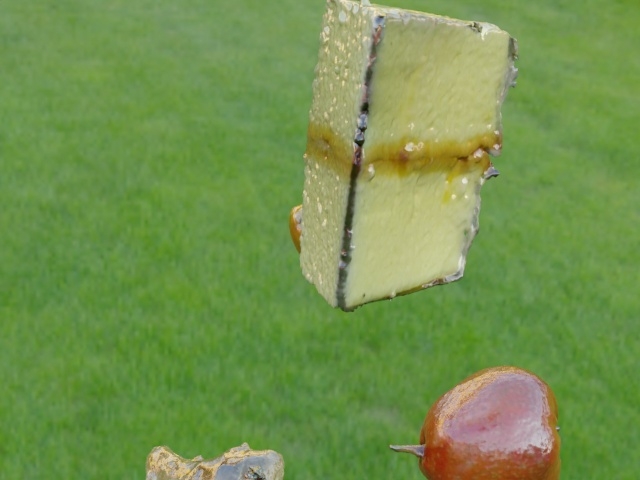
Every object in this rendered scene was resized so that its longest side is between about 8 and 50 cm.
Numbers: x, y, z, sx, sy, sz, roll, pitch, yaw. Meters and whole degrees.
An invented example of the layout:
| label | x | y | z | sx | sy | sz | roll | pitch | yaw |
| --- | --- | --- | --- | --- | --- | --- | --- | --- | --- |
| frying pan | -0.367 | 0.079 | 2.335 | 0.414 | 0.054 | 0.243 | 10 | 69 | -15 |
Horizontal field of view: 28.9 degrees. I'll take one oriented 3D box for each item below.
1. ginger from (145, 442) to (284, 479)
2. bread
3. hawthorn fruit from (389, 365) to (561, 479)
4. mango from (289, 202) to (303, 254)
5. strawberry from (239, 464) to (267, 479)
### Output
| label | x | y | z | sx | sy | sz | roll | pitch | yaw |
| --- | --- | --- | --- | --- | --- | --- | --- | --- | --- |
| ginger | -0.145 | 0.354 | 1.790 | 0.334 | 0.081 | 0.147 | 9 | 65 | 38 |
| bread | 0.087 | -0.067 | 0.985 | 0.178 | 0.240 | 0.135 | 2 | 16 | -19 |
| hawthorn fruit | 0.202 | 0.262 | 1.615 | 0.226 | 0.196 | 0.196 | -7 | 29 | -2 |
| mango | 0.000 | 0.000 | 1.591 | 0.060 | 0.114 | 0.080 | -24 | 39 | 12 |
| strawberry | -0.094 | 0.359 | 1.593 | 0.048 | 0.152 | 0.104 | -3 | 28 | -28 |
